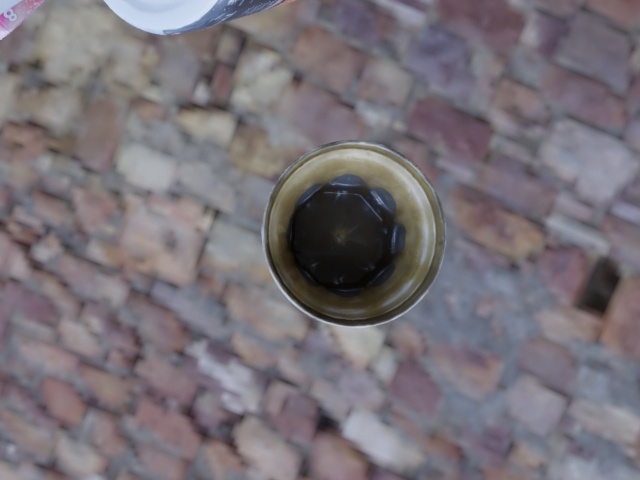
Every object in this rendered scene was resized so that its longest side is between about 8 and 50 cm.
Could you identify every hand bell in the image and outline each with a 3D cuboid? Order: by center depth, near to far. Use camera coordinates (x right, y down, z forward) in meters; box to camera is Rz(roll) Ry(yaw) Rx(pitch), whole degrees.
[{"bbox_3d":[0.000,0.000,1.429,0.126,0.126,0.242,19,174,-10],"label":"hand bell"}]

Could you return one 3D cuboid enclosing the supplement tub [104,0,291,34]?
[{"bbox_3d":[-0.077,-0.338,2.026,0.207,0.207,0.338,28,-151,22],"label":"supplement tub"}]

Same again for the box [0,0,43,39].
[{"bbox_3d":[-0.237,-0.313,1.757,0.128,0.257,0.122,46,172,-12],"label":"box"}]

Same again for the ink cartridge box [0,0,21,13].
[{"bbox_3d":[-0.388,-0.189,1.241,0.309,0.130,0.272,29,-126,36],"label":"ink cartridge box"}]
